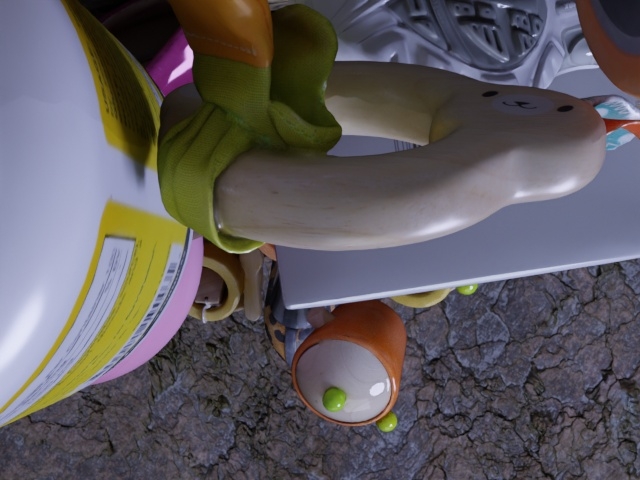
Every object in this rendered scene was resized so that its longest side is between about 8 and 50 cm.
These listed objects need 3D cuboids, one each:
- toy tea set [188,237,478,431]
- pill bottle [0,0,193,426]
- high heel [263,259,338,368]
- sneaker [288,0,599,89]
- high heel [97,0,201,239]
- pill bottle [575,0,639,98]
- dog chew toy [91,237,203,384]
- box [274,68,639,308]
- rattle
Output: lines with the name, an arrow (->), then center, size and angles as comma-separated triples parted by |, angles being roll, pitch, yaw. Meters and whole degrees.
toy tea set -> -0.046, 0.033, 1.081 | 0.336, 0.200, 0.124 | 22, -148, 6
pill bottle -> -0.152, -0.020, 0.415 | 0.188, 0.187, 0.334 | -8, 178, 1
high heel -> 0.000, 0.000, 1.276 | 0.093, 0.186, 0.261 | 11, -149, 10
sneaker -> 0.065, -0.100, 0.573 | 0.232, 0.090, 0.115 | -6, -179, -41
high heel -> -0.212, -0.021, 0.635 | 0.377, 0.127, 0.181 | -25, 153, -12
pill bottle -> 0.213, -0.102, 0.426 | 0.246, 0.130, 0.130 | -8, 179, -15
dog chew toy -> -0.242, 0.011, 0.882 | 0.207, 0.206, 0.332 | -9, 177, 40
box -> 0.073, -0.054, 0.861 | 0.215, 0.168, 0.345 | -9, 178, 0
rattle -> 0.042, -0.074, 0.423 | 0.200, 0.142, 0.130 | -5, -171, -3
